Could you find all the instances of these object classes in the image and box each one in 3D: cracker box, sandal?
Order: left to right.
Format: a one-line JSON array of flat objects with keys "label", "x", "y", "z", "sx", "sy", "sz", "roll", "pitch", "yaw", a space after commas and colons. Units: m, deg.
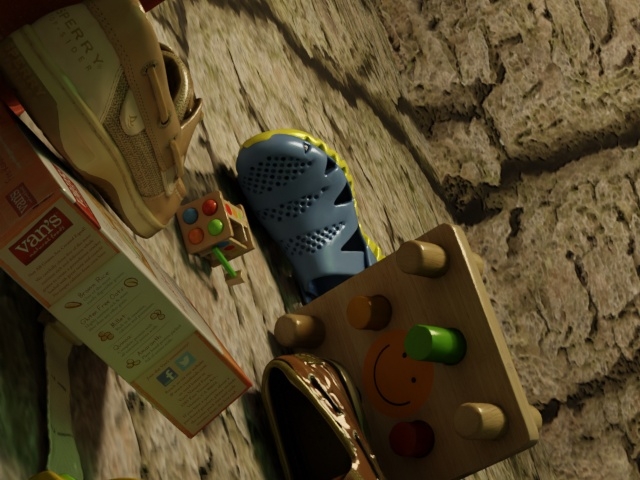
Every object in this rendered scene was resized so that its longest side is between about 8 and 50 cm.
[{"label": "cracker box", "x": -0.159, "y": 0.021, "z": 0.868, "sx": 0.232, "sy": 0.067, "sz": 0.156, "roll": 51, "pitch": -4, "yaw": -41}, {"label": "sandal", "x": 0.000, "y": 0.000, "z": 1.496, "sx": 0.317, "sy": 0.126, "sz": 0.138, "roll": 55, "pitch": 22, "yaw": -33}]

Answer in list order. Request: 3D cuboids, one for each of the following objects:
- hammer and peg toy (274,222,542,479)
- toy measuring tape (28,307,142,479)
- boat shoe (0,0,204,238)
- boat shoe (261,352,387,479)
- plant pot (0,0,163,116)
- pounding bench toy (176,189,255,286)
[{"label": "hammer and peg toy", "x": 0.097, "y": 0.195, "z": 1.297, "sx": 0.127, "sy": 0.266, "sz": 0.361, "roll": 11, "pitch": 55, "yaw": -50}, {"label": "toy measuring tape", "x": -0.126, "y": 0.160, "z": 0.792, "sx": 0.121, "sy": 0.121, "sz": 0.330, "roll": 51, "pitch": 21, "yaw": -46}, {"label": "boat shoe", "x": -0.139, "y": -0.090, "z": 0.936, "sx": 0.121, "sy": 0.110, "sz": 0.341, "roll": 53, "pitch": -4, "yaw": 9}, {"label": "boat shoe", "x": 0.017, "y": 0.255, "z": 1.199, "sx": 0.104, "sy": 0.111, "sz": 0.307, "roll": 21, "pitch": 38, "yaw": -62}, {"label": "plant pot", "x": -0.191, "y": -0.268, "z": 0.930, "sx": 0.272, "sy": 0.265, "sz": 0.272, "roll": 58, "pitch": 17, "yaw": -29}, {"label": "pounding bench toy", "x": -0.104, "y": 0.001, "z": 1.245, "sx": 0.065, "sy": 0.052, "sz": 0.083, "roll": 34, "pitch": 35, "yaw": -64}]
